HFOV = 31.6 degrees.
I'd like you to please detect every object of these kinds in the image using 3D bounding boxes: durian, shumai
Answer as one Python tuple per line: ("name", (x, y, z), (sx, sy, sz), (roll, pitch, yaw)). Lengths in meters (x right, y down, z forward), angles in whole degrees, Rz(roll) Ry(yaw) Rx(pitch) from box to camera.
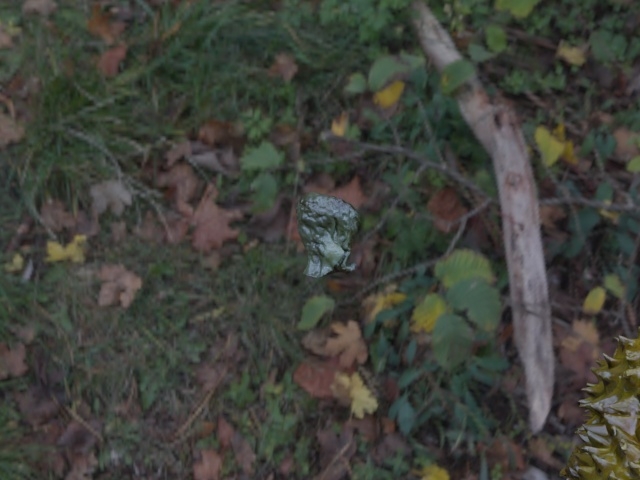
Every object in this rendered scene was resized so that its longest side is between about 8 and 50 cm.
("durian", (0.332, 0.181, 1.087), (0.186, 0.305, 0.195), (15, 92, -23))
("shumai", (0.000, 0.000, 1.176), (0.083, 0.082, 0.080), (6, 63, 42))
